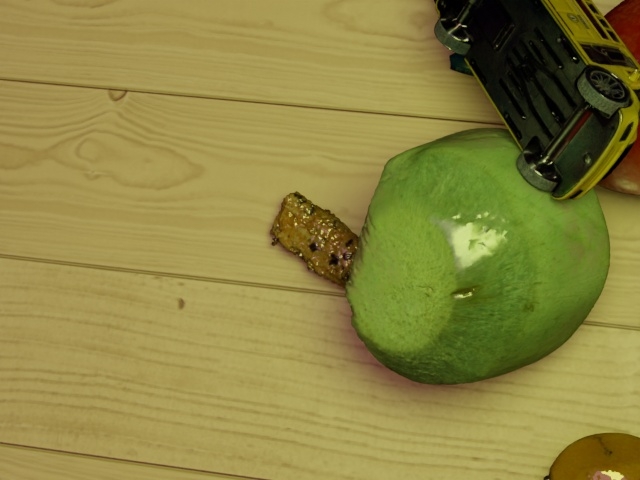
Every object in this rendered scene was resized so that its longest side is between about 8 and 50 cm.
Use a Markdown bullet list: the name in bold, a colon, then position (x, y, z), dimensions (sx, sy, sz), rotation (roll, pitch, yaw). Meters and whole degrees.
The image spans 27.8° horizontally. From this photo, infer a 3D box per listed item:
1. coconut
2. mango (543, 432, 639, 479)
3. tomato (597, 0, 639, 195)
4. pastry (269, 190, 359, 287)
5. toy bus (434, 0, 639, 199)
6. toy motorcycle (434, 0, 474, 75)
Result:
- **coconut**: position (0.188, 0.019, 1.535), dimensions (0.281, 0.328, 0.328), rotation (0, 77, 40)
- **mango**: position (0.377, 0.319, 1.524), dimensions (0.227, 0.109, 0.147), rotation (37, 76, 10)
- **tomato**: position (0.415, -0.214, 1.552), dimensions (0.309, 0.170, 0.309), rotation (-12, 49, 15)
- **pastry**: position (0.000, 0.000, 1.672), dimensions (0.140, 0.056, 0.080), rotation (30, 96, 11)
- **toy bus**: position (0.265, -0.203, 1.469), dimensions (0.145, 0.151, 0.331), rotation (-56, 48, 39)
- **toy motorcycle**: position (0.202, -0.341, 1.682), dimensions (0.196, 0.125, 0.331), rotation (-38, 80, -1)
